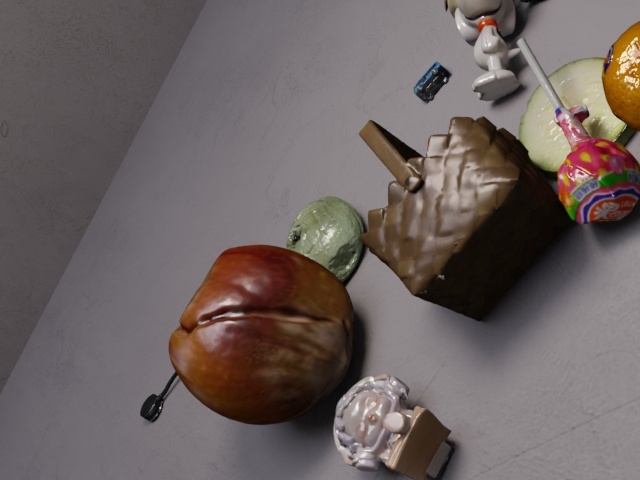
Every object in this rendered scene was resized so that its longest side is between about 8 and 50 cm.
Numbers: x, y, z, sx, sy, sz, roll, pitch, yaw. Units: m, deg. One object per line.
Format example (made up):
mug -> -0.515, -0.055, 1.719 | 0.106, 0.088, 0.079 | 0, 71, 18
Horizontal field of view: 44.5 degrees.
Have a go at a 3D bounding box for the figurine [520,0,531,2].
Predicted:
figurine -> 0.421, -0.572, 1.557 | 0.114, 0.108, 0.196 | 0, 71, 37

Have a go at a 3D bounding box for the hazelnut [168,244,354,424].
hazelnut -> -0.106, 0.182, 1.514 | 0.372, 0.315, 0.372 | -10, 60, 18

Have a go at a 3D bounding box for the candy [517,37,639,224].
candy -> 0.380, -0.185, 1.218 | 0.124, 0.124, 0.365 | -40, 51, 30

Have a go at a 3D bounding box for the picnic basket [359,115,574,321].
picnic basket -> 0.212, -0.066, 1.288 | 0.291, 0.254, 0.321 | -50, 44, 17

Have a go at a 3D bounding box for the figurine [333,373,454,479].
figurine -> 0.097, 0.299, 1.266 | 0.162, 0.141, 0.236 | -59, 30, -8

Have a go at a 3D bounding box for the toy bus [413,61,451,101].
toy bus -> 0.239, -0.343, 1.691 | 0.083, 0.038, 0.046 | -48, 28, 17

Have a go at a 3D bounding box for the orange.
orange -> 0.496, -0.237, 1.122 | 0.177, 0.155, 0.178 | -44, 33, 39

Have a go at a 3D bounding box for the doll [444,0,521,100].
doll -> 0.322, -0.405, 1.540 | 0.144, 0.208, 0.271 | -14, 87, 22

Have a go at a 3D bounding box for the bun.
bun -> 0.001, 0.002, 1.681 | 0.221, 0.108, 0.221 | -35, 39, 34

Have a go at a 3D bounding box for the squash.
squash -> 0.432, -0.202, 1.304 | 0.219, 0.041, 0.219 | -30, 47, 37

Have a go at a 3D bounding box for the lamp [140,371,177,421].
lamp -> -0.372, 0.302, 1.972 | 0.371, 0.108, 0.130 | -44, 31, 26
